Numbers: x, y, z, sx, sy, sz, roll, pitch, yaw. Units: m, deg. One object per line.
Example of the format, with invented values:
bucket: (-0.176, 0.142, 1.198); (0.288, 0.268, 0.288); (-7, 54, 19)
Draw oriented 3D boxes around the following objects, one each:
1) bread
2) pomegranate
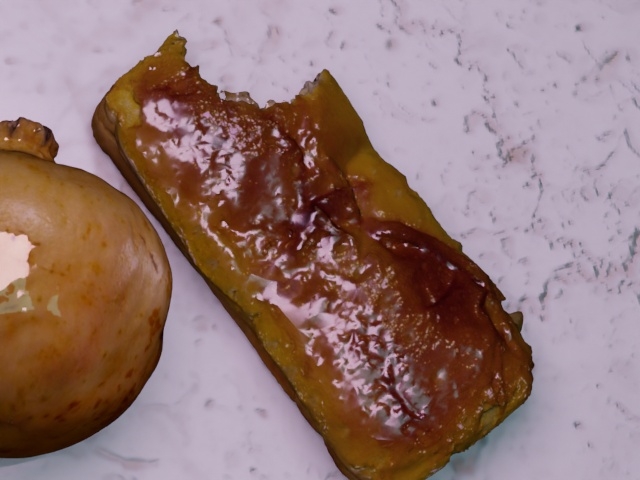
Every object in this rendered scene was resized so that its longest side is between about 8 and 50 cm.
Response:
bread: (0.000, 0.000, 1.364); (0.185, 0.109, 0.380); (-37, 90, -16)
pomegranate: (-0.225, 0.032, 1.242); (0.248, 0.248, 0.248); (2, 81, -14)
